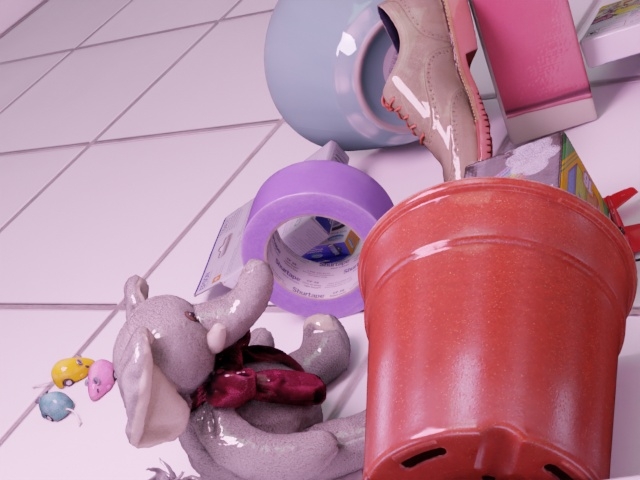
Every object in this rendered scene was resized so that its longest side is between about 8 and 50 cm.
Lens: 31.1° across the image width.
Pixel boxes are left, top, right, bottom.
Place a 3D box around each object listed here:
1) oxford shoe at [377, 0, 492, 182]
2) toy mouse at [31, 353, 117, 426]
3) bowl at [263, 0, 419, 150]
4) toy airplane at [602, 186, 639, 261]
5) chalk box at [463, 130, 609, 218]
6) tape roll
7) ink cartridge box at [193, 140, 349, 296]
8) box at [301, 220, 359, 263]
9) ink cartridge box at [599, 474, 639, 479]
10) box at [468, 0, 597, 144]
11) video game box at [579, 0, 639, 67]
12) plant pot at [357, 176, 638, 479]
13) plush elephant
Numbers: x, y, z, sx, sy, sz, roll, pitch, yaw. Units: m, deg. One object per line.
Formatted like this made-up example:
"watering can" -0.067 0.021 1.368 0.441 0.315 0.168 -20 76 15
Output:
"oxford shoe" 0.145 -0.161 1.486 0.130 0.123 0.348 -6 70 -2
"toy mouse" -0.327 0.195 1.534 0.161 0.031 0.143 -24 29 5
"bowl" 0.091 -0.258 1.649 0.311 0.312 0.163 -33 30 -12
"toy airplane" 0.347 -0.016 1.330 0.151 0.028 0.151 -21 29 12
"chalk box" 0.231 0.009 1.258 0.132 0.132 0.213 -19 34 29
"tape roll" 0.000 0.000 1.422 0.189 0.189 0.080 -17 31 18
"ink cartridge box" -0.065 -0.020 1.631 0.224 0.045 0.223 -33 22 27
"box" 0.020 -0.016 1.601 0.081 0.028 0.136 -9 32 30
"ink cartridge box" 0.172 0.303 0.844 0.306 0.131 0.226 -12 31 22
"box" 0.287 -0.277 1.594 0.126 0.232 0.149 -17 30 11
"video game box" 0.477 -0.313 1.595 0.205 0.048 0.187 -14 22 29
"plant pot" 0.153 0.131 1.035 0.272 0.272 0.265 -14 39 22
"plush elephant" -0.103 0.137 1.211 0.330 0.255 0.272 -28 29 -3
